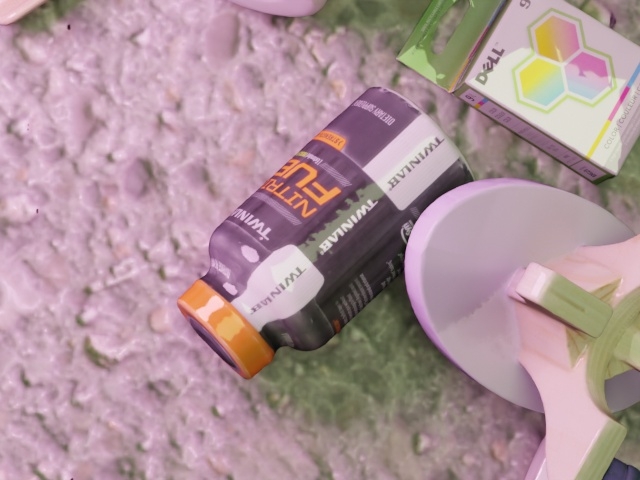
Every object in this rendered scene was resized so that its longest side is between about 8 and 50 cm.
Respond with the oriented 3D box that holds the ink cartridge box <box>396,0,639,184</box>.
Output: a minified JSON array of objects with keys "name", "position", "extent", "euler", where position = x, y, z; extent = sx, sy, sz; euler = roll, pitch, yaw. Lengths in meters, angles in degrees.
[{"name":"ink cartridge box","position":[0.184,-0.149,1.478],"extent":[0.209,0.062,0.109],"euler":[32,80,-3]}]

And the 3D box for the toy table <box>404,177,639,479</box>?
[{"name":"toy table","position":[0.212,0.067,1.357],"extent":[0.274,0.161,0.252],"euler":[16,96,-29]}]

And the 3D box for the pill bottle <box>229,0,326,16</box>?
[{"name":"pill bottle","position":[-0.016,-0.341,1.417],"extent":[0.161,0.161,0.283],"euler":[25,78,-5]}]

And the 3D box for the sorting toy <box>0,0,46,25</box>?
[{"name":"sorting toy","position":[-0.248,-0.307,1.450],"extent":[0.193,0.038,0.208],"euler":[-37,85,-11]}]

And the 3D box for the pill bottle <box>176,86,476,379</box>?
[{"name":"pill bottle","position":[0.000,0.000,1.397],"extent":[0.246,0.130,0.130],"euler":[-43,91,-11]}]

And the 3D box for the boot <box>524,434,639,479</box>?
[{"name":"boot","position":[0.193,0.252,1.424],"extent":[0.086,0.069,0.190],"euler":[28,78,-1]}]
